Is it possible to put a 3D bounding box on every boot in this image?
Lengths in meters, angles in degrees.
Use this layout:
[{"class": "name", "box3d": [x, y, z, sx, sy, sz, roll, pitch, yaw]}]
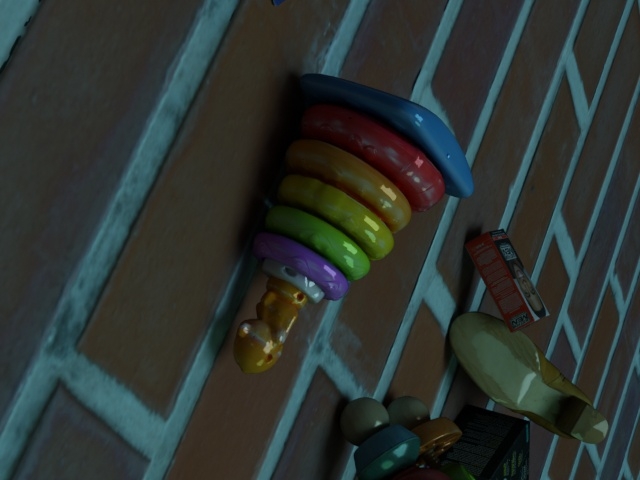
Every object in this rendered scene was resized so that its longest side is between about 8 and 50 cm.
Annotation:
[{"class": "boot", "box3d": [0.283, 0.199, 2.010, 0.104, 0.295, 0.211, -53, -169, -3]}]

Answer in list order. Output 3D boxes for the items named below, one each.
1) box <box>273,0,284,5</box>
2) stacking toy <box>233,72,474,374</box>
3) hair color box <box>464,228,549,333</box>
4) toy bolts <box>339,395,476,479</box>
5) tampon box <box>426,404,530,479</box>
[{"class": "box", "box3d": [-0.008, -0.345, 1.268, 0.136, 0.036, 0.225, -46, 141, -48]}, {"class": "stacking toy", "box3d": [0.000, 0.000, 1.331, 0.302, 0.166, 0.175, -59, 141, -12]}, {"class": "hair color box", "box3d": [0.262, 0.056, 1.899, 0.141, 0.043, 0.072, 63, 26, 8]}, {"class": "toy bolts", "box3d": [0.074, 0.285, 1.659, 0.218, 0.158, 0.228, -34, 160, 2]}, {"class": "tampon box", "box3d": [0.231, 0.340, 1.980, 0.161, 0.101, 0.120, -42, 137, -50]}]
